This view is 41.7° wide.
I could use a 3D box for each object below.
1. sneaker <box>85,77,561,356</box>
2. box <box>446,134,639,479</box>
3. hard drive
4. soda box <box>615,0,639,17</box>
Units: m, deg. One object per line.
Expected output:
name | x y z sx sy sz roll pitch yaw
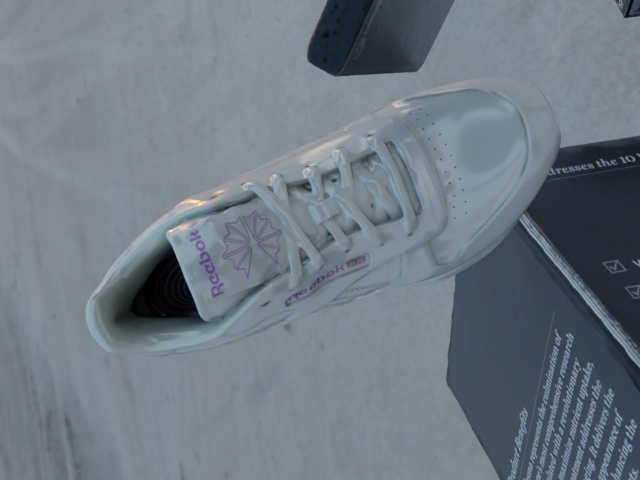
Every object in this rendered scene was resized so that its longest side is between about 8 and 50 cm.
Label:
sneaker | 0.000 0.000 0.500 0.114 0.305 0.152 64 -165 2
box | 0.415 0.134 0.672 0.472 0.479 0.297 -114 19 -50
hard drive | 0.042 -0.128 0.411 0.022 0.135 0.094 31 111 13
soda box | 0.366 -0.258 0.800 0.053 0.168 0.060 91 172 -54
